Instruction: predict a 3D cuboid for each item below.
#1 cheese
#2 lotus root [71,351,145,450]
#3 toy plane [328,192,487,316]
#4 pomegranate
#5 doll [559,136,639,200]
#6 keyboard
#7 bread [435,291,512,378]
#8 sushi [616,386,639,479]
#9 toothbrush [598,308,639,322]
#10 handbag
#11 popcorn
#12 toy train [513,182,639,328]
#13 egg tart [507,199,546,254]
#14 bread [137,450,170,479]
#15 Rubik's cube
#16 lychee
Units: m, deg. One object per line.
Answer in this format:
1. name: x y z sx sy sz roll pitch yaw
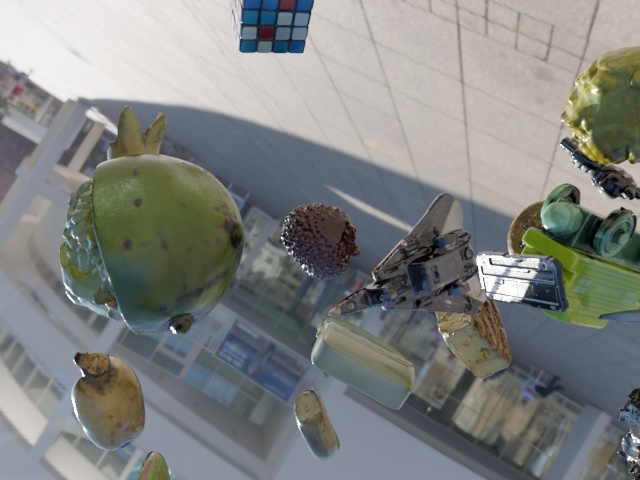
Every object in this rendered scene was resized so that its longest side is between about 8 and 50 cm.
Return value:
1. cheese: -0.006 0.544 1.818 0.175 0.091 0.203 -118 8 -57
2. lotus root: -0.391 0.287 1.165 0.118 0.221 0.125 -11 -158 -5
3. toy plane: 0.137 0.053 0.934 0.102 0.205 0.316 -14 -176 43
4. pomegranate: -0.235 -0.026 0.888 0.260 0.341 0.260 -9 163 -3
5. doll: 0.603 -0.146 1.356 0.091 0.067 0.219 -1 -138 -45
6. keyboard: 0.378 0.073 1.209 0.016 0.106 0.262 -14 -175 -17
7. bread: 0.368 0.182 1.575 0.185 0.114 0.275 45 -158 -25
8. sushi: 0.711 0.416 1.217 0.348 0.234 0.208 45 -160 -31
9. toothbrush: 0.755 0.132 1.213 0.413 0.042 0.035 -10 -173 28
10. handbag: 0.103 0.270 1.468 0.256 0.079 0.219 29 -162 2
11. popcorn: 0.583 -0.268 1.177 0.233 0.266 0.192 33 -159 -16
12. toy train: 0.580 0.049 1.353 0.441 0.273 0.179 13 -161 -40
13. egg tart: 0.607 0.004 1.641 0.215 0.215 0.170 30 -163 38
14. bread: -0.488 0.744 1.876 0.033 0.229 0.228 -7 172 8
15. Rubik's cube: -0.111 -0.517 1.390 0.154 0.151 0.155 -4 -127 -15
16. lychee: 0.000 -0.003 1.014 0.129 0.123 0.123 39 180 10
